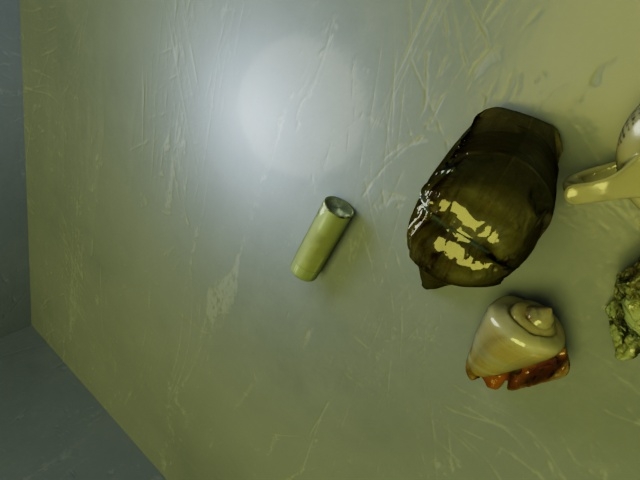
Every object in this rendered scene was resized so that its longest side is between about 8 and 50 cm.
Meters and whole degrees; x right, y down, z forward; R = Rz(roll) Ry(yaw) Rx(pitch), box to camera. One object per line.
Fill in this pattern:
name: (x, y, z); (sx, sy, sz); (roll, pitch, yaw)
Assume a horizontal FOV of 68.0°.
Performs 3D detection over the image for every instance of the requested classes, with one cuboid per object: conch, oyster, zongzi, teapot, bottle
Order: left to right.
bottle: (0.000, 0.000, 1.046); (0.072, 0.072, 0.201); (42, 128, 17)
zongzi: (0.198, 0.021, 0.721); (0.174, 0.356, 0.392); (32, 127, 12)
conch: (0.341, 0.178, 0.847); (0.159, 0.127, 0.255); (21, 149, -4)
oyster: (0.485, 0.068, 0.662); (0.199, 0.087, 0.252); (39, 144, -13)
teapot: (0.467, -0.096, 0.591); (0.300, 0.165, 0.208); (-16, 114, 39)
